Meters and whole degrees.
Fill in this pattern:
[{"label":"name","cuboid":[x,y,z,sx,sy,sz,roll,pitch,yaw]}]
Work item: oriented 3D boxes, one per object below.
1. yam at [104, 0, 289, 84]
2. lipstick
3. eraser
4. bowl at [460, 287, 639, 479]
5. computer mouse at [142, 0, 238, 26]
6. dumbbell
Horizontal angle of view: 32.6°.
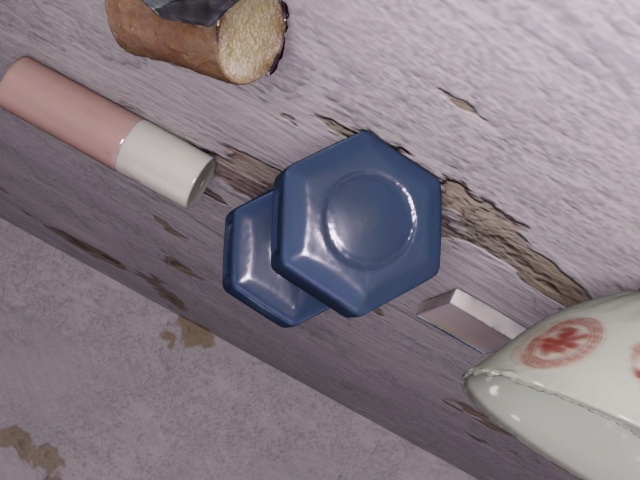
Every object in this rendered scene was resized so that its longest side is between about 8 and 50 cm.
[{"label":"yam","cuboid":[-0.093,-0.160,0.788,0.127,0.084,0.084,17,162,34]},{"label":"lipstick","cuboid":[-0.247,-0.125,1.267,0.254,0.070,0.070,28,167,6]},{"label":"eraser","cuboid":[0.178,0.098,1.301,0.103,0.023,0.150,30,167,-4]},{"label":"bowl","cuboid":[0.293,0.128,0.869,0.337,0.158,0.337,29,167,7]},{"label":"computer mouse","cuboid":[-0.062,-0.198,0.601,0.126,0.071,0.231,49,151,-17]},{"label":"dumbbell","cuboid":[0.000,0.000,1.048,0.144,0.160,0.325,61,163,-1]}]
